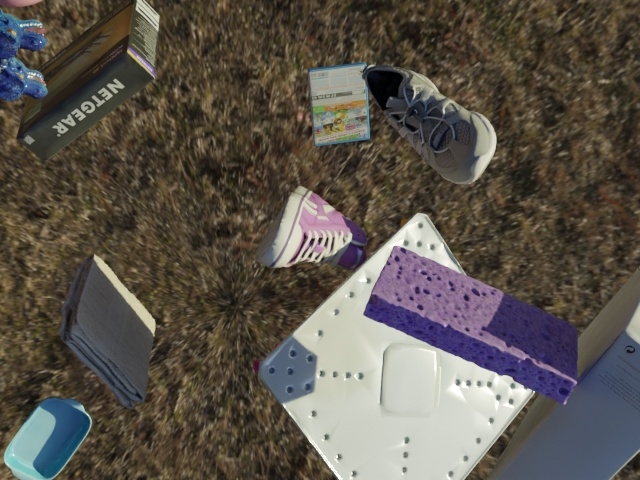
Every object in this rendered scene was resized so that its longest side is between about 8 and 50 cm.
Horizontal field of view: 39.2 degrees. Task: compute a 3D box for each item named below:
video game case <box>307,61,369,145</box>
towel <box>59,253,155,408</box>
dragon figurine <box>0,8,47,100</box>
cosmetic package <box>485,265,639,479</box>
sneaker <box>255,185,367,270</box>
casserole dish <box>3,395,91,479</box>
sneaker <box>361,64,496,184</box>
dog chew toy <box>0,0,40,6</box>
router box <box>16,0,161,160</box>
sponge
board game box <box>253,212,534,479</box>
[{"bbox_3d":[0.039,-0.279,1.846,0.119,0.015,0.166,-8,121,-6],"label":"video game case"},{"bbox_3d":[-0.361,0.152,1.542,0.049,0.282,0.187,-32,113,9],"label":"towel"},{"bbox_3d":[-0.340,-0.206,0.697,0.289,0.144,0.085,22,122,-19],"label":"dragon figurine"},{"bbox_3d":[0.345,0.149,1.043,0.097,0.377,0.284,40,125,12],"label":"cosmetic package"},{"bbox_3d":[0.001,-0.001,1.403,0.161,0.282,0.102,33,111,-1],"label":"sneaker"},{"bbox_3d":[-0.518,0.372,1.707,0.114,0.037,0.188,34,95,-23],"label":"casserole dish"},{"bbox_3d":[0.144,-0.171,1.298,0.115,0.281,0.105,15,111,-35],"label":"sneaker"},{"bbox_3d":[-0.552,-0.542,1.482,0.206,0.332,0.206,-5,64,10],"label":"dog chew toy"},{"bbox_3d":[-0.464,-0.332,1.809,0.309,0.243,0.081,-32,128,20],"label":"router box"},{"bbox_3d":[0.152,0.078,0.889,0.210,0.117,0.031,24,118,4],"label":"sponge"},{"bbox_3d":[0.131,0.221,1.439,0.390,0.050,0.390,-43,108,-26],"label":"board game box"}]
